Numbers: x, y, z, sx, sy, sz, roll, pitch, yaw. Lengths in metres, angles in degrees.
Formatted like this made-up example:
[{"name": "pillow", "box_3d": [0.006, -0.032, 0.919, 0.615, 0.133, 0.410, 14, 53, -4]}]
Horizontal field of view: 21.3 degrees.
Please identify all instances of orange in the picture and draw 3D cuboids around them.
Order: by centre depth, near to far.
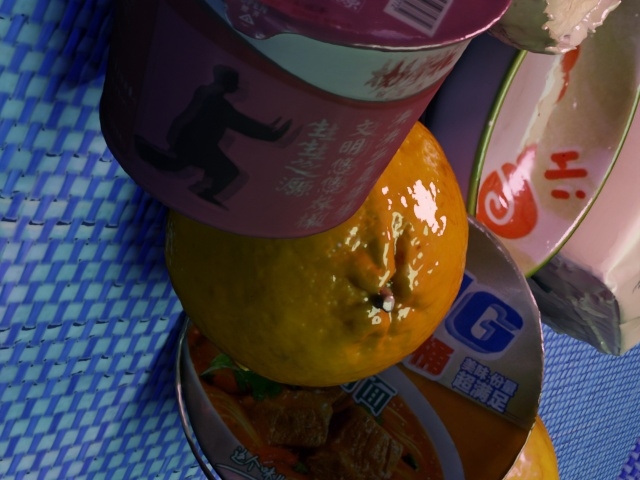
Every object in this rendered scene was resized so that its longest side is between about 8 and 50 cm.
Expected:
[{"name": "orange", "box_3d": [-0.002, -0.002, 1.205, 0.219, 0.219, 0.193, -64, -168, 9]}]

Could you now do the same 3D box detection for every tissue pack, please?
[{"name": "tissue pack", "box_3d": [0.340, -0.093, 1.862, 0.380, 0.207, 0.297, -57, 160, -9]}]

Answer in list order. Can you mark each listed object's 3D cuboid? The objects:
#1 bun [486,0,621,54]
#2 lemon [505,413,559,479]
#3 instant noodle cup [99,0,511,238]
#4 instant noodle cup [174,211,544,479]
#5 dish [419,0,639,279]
[{"name": "bun", "box_3d": [0.173, -0.276, 1.330, 0.259, 0.152, 0.259, -51, 160, -27]}, {"name": "lemon", "box_3d": [0.108, 0.256, 1.702, 0.293, 0.293, 0.293, -48, 155, -30]}, {"name": "instant noodle cup", "box_3d": [-0.026, -0.125, 1.007, 0.235, 0.235, 0.178, -36, 159, -46]}, {"name": "instant noodle cup", "box_3d": [0.047, 0.112, 1.399, 0.296, 0.296, 0.214, -59, 166, -3]}, {"name": "dish", "box_3d": [0.177, -0.127, 1.583, 0.324, 0.124, 0.324, -41, 144, -38]}]
